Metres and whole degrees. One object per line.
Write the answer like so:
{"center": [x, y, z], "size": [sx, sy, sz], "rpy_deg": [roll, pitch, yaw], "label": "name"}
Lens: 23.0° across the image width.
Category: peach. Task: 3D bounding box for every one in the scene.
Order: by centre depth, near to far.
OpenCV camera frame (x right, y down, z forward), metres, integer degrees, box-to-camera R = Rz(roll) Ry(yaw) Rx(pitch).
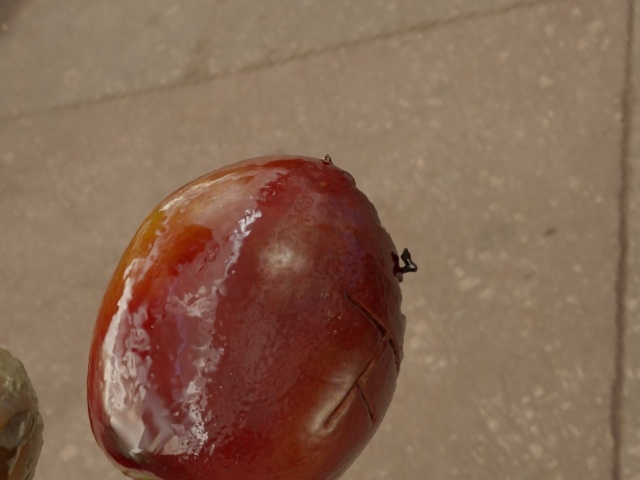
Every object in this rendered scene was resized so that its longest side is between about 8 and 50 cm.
{"center": [-0.039, 0.057, 0.974], "size": [0.226, 0.196, 0.190], "rpy_deg": [-65, 13, -12], "label": "peach"}

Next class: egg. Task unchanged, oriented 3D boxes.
{"center": [-0.384, 0.203, 1.607], "size": [0.233, 0.195, 0.195], "rpy_deg": [-55, 34, 25], "label": "egg"}
